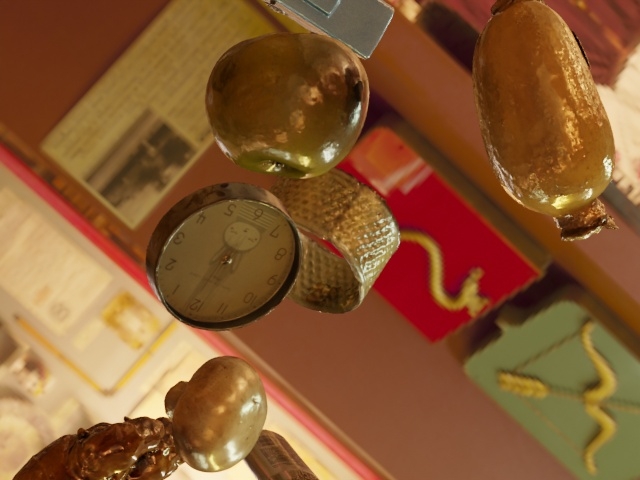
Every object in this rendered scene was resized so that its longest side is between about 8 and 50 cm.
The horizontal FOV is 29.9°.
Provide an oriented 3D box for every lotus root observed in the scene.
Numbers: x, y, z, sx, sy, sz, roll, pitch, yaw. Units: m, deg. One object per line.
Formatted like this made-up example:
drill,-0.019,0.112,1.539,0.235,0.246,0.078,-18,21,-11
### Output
lotus root,0.255,-0.140,1.385,0.131,0.303,0.146,-23,-172,-27

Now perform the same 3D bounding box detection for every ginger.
ginger,-0.351,0.380,1.954,0.274,0.152,0.357,-48,161,0

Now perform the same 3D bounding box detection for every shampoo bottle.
shampoo bottle,-0.064,0.359,1.880,0.227,0.086,0.056,-150,-113,-68

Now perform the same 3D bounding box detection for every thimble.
thimble,0.000,0.000,2.229,0.150,0.271,0.271,-56,-170,-32

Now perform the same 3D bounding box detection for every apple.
apple,-0.038,-0.157,1.402,0.196,0.196,0.157,152,-53,-72

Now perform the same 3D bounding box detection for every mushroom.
mushroom,-0.148,0.241,1.686,0.166,0.127,0.166,-43,146,-39

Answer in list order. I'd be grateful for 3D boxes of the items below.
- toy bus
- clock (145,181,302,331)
toy bus,0.000,-0.412,2.035,0.116,0.234,0.133,-60,-144,4
clock,-0.127,0.026,1.618,0.215,0.215,0.042,-47,-144,7
